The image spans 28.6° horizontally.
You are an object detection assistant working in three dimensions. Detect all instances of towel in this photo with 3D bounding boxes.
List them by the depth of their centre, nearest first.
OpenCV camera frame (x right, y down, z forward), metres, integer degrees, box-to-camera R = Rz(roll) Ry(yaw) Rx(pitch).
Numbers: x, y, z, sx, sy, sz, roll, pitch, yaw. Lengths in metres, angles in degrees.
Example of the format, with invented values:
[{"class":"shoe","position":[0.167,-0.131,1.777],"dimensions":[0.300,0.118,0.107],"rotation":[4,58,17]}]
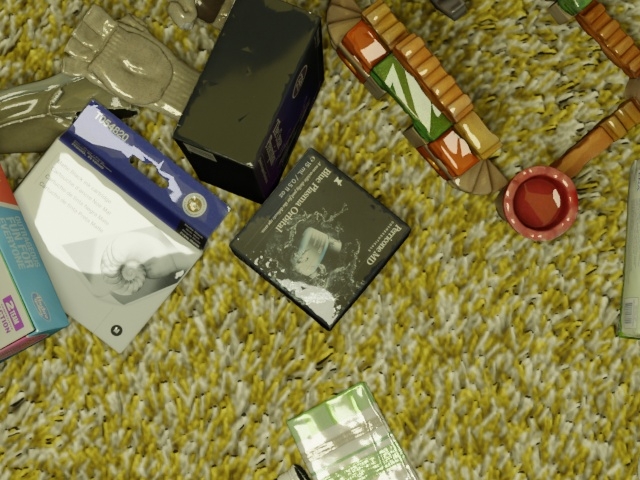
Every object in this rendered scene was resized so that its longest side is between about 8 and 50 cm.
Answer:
[{"class":"towel","position":[0.040,0.259,1.500],"dimensions":[0.113,0.023,0.152],"rotation":[-27,83,-8]}]

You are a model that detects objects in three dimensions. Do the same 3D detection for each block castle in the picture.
[{"class":"block castle","position":[0.200,-0.247,1.436],"dimensions":[0.303,0.213,0.453],"rotation":[-41,93,0]}]

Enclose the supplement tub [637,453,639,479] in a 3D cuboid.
[{"class":"supplement tub","position":[0.473,0.283,1.447],"dimensions":[0.190,0.117,0.117],"rotation":[-8,83,0]}]

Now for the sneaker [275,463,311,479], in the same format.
[{"class":"sneaker","position":[-0.018,0.322,1.494],"dimensions":[0.044,0.040,0.109],"rotation":[-33,79,13]}]

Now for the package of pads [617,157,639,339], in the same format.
[{"class":"package of pads","position":[0.512,0.014,1.488],"dimensions":[0.296,0.101,0.229],"rotation":[5,83,1]}]

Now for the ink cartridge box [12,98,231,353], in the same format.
[{"class":"ink cartridge box","position":[-0.256,-0.017,1.499],"dimensions":[0.223,0.045,0.224],"rotation":[38,88,-11]}]

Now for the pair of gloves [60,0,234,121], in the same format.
[{"class":"pair of gloves","position":[-0.190,-0.266,1.531],"dimensions":[0.204,0.042,0.240],"rotation":[23,70,-19]}]

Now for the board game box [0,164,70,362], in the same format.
[{"class":"board game box","position":[-0.470,0.059,1.455],"dimensions":[0.316,0.064,0.242],"rotation":[-27,83,23]}]

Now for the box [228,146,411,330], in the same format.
[{"class":"box","position":[0.000,0.000,1.504],"dimensions":[0.158,0.093,0.156],"rotation":[39,85,4]}]

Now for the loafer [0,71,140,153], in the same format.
[{"class":"loafer","position":[-0.331,-0.147,1.527],"dimensions":[0.251,0.094,0.087],"rotation":[-25,80,-3]}]

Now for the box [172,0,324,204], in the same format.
[{"class":"box","position":[-0.075,-0.157,1.440],"dimensions":[0.103,0.261,0.184],"rotation":[21,84,4]}]
